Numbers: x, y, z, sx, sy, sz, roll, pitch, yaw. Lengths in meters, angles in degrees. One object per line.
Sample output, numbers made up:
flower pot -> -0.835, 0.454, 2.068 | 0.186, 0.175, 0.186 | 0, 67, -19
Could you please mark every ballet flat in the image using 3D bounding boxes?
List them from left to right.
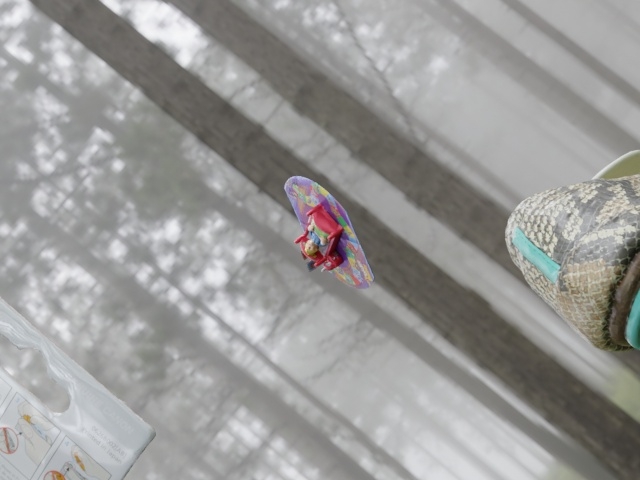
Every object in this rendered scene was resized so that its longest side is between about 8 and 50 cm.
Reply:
ballet flat -> 0.348, -0.025, 1.015 | 0.483, 0.182, 0.164 | -8, -57, -33

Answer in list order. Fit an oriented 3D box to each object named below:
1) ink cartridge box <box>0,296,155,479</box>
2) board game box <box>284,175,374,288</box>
ink cartridge box -> -0.172, 0.114, 0.632 | 0.179, 0.145, 0.045 | -55, -13, 16
board game box -> 0.000, 0.000, 1.544 | 0.033, 0.168, 0.133 | -37, 31, -22
